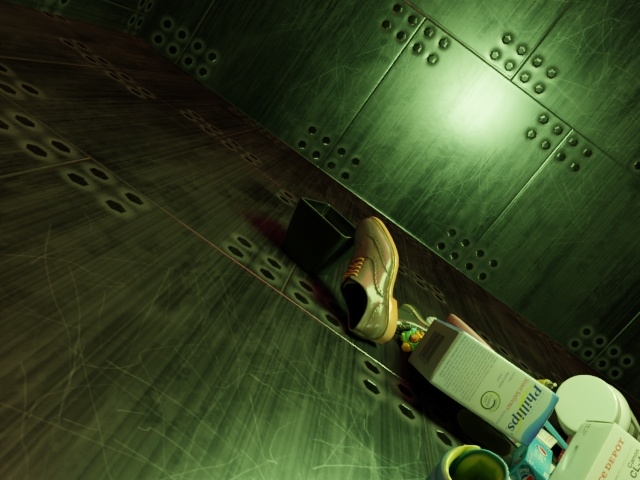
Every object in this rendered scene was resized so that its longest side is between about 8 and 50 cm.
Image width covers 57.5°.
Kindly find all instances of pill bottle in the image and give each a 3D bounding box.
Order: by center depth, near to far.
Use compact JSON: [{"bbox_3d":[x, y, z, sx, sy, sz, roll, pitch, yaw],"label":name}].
[{"bbox_3d":[0.851,0.550,1.795,0.361,0.204,0.204,43,6,-45],"label":"pill bottle"}]

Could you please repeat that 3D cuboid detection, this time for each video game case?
[{"bbox_3d":[0.638,0.537,1.701,0.119,0.015,0.166,50,-8,-10],"label":"video game case"}]

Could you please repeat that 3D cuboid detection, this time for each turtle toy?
[{"bbox_3d":[0.289,0.301,1.681,0.130,0.066,0.095,35,14,-5],"label":"turtle toy"}]

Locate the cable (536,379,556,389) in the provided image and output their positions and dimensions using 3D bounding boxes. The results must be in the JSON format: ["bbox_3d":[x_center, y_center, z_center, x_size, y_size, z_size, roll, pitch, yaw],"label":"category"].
[{"bbox_3d":[0.650,0.489,1.896,0.072,0.139,0.287,30,-5,-8],"label":"cable"}]

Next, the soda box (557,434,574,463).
[{"bbox_3d":[0.749,0.600,1.562,0.083,0.092,0.263,34,-12,-1],"label":"soda box"}]

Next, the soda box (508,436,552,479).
[{"bbox_3d":[0.512,0.547,1.423,0.067,0.071,0.210,43,15,19],"label":"soda box"}]

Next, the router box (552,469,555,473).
[{"bbox_3d":[0.689,0.673,1.492,0.133,0.046,0.179,34,15,-12],"label":"router box"}]

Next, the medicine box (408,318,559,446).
[{"bbox_3d":[0.399,0.349,1.482,0.289,0.149,0.263,34,-3,-2],"label":"medicine box"}]

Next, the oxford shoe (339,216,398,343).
[{"bbox_3d":[0.125,0.088,1.578,0.133,0.130,0.363,19,55,-37],"label":"oxford shoe"}]

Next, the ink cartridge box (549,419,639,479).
[{"bbox_3d":[0.713,0.603,1.348,0.306,0.226,0.131,39,-18,0],"label":"ink cartridge box"}]

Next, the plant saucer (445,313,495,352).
[{"bbox_3d":[0.492,0.369,1.785,0.332,0.084,0.332,46,0,0],"label":"plant saucer"}]

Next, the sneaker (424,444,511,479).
[{"bbox_3d":[0.251,0.423,0.928,0.319,0.208,0.127,21,20,-48],"label":"sneaker"}]

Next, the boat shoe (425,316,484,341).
[{"bbox_3d":[0.469,0.318,2.032,0.226,0.076,0.083,33,14,-13],"label":"boat shoe"}]

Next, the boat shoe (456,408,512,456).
[{"bbox_3d":[0.401,0.474,1.446,0.152,0.056,0.049,40,2,10],"label":"boat shoe"}]

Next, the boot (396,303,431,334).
[{"bbox_3d":[0.277,0.279,1.759,0.137,0.077,0.198,-2,38,-49],"label":"boot"}]

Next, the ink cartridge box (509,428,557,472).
[{"bbox_3d":[0.577,0.538,1.608,0.198,0.067,0.115,44,15,28],"label":"ink cartridge box"}]

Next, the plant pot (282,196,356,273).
[{"bbox_3d":[0.000,0.000,1.751,0.187,0.167,0.188,43,15,23],"label":"plant pot"}]
